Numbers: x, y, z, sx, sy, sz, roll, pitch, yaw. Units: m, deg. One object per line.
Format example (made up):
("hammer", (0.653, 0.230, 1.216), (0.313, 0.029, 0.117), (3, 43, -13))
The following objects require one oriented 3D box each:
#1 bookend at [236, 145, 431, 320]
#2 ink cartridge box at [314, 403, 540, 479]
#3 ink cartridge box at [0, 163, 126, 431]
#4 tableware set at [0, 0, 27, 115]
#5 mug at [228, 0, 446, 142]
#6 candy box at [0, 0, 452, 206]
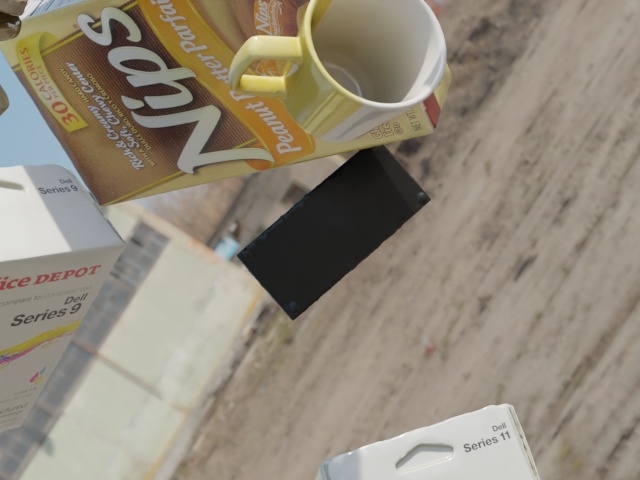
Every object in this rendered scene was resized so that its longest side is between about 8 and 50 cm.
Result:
("bookend", (0.000, 0.000, 1.108), (0.156, 0.072, 0.157), (-41, 0, -13))
("ink cartridge box", (0.074, 0.209, 0.989), (0.153, 0.086, 0.208), (-16, -20, -9))
("ink cartridge box", (-0.258, 0.053, 0.905), (0.154, 0.093, 0.212), (-10, -39, -51))
("tableware set", (-0.169, -0.094, 0.350), (0.128, 0.194, 0.039), (-101, 33, -70))
("mug", (0.006, -0.076, 0.543), (0.062, 0.078, 0.064), (-65, 11, -25))
("candy box", (-0.077, -0.146, 1.001), (0.316, 0.183, 0.087), (-11, 34, 26))
